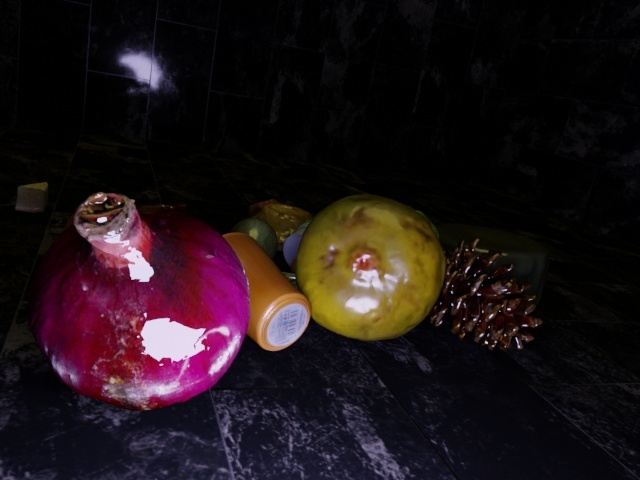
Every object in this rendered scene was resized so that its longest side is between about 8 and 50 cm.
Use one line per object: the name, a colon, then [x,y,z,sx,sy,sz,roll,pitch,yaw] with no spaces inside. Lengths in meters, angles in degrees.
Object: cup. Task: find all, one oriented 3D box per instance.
cup: [-0.134,0.119,1.242,0.264,0.182,0.226,35,-3,42]

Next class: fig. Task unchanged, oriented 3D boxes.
fig: [0.103,0.065,1.295,0.343,0.343,0.343,10,16,-3]

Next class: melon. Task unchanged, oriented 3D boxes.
melon: [-0.185,0.008,1.587,0.139,0.139,0.192,8,21,-10]

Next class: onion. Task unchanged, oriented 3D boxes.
onion: [-0.280,0.065,0.881,0.348,0.385,0.347,1,54,-1]

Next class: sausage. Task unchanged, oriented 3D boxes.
sausage: [-0.202,-0.119,2.164,0.065,0.065,0.169,16,16,17]

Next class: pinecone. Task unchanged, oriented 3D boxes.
pinecone: [0.372,0.128,1.367,0.309,0.244,0.244,34,22,14]

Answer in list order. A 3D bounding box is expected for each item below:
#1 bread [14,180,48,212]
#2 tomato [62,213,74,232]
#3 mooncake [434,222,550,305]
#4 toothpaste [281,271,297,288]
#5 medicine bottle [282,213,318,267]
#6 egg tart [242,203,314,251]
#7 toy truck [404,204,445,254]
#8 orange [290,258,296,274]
bread: [-0.862,-0.138,1.750,0.080,0.084,0.109,6,16,-21]
tomato: [-0.458,0.019,1.281,0.208,0.184,0.208,12,4,-1]
mooncake: [0.462,0.078,1.681,0.356,0.194,0.356,7,13,-2]
toothpaste: [-0.044,0.111,1.489,0.164,0.046,0.034,9,14,-7]
medicine bottle: [0.000,0.000,1.696,0.139,0.139,0.225,18,29,24]
egg tart: [-0.114,-0.049,1.882,0.295,0.116,0.295,8,17,-3]
toy truck: [0.247,0.011,1.497,0.210,0.148,0.187,41,12,23]
orange: [-0.040,0.080,1.543,0.083,0.083,0.083,10,16,-3]
